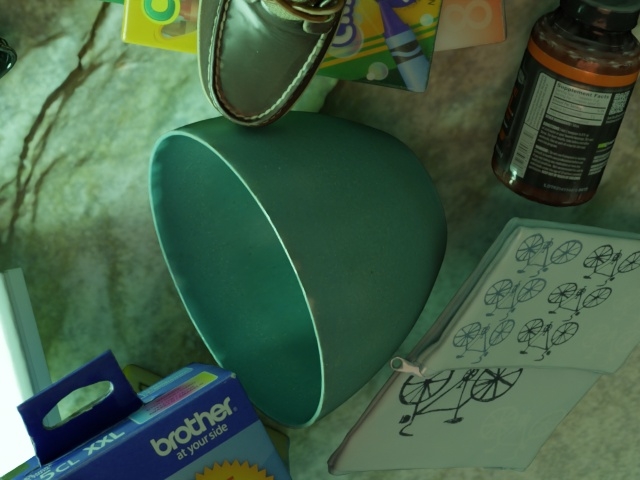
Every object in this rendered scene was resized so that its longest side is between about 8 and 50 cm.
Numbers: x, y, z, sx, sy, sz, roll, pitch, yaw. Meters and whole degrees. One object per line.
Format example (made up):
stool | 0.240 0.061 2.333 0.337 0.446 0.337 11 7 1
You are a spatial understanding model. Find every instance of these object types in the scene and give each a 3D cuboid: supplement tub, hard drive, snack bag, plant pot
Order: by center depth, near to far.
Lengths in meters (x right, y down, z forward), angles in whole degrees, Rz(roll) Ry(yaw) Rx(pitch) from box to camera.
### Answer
supplement tub | 0.229 -0.137 1.524 0.106 0.106 0.198 11 120 -8
plant pot | 0.000 0.000 1.529 0.195 0.290 0.290 -25 125 -24
snack bag | 0.193 0.118 1.622 0.323 0.037 0.342 6 129 -46
hard drive | -0.334 0.196 1.630 0.203 0.040 0.308 -14 92 32

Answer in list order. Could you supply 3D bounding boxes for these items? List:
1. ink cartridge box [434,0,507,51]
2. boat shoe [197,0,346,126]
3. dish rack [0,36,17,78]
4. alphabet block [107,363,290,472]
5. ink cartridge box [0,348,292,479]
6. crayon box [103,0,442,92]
ink cartridge box | 0.071 -0.237 1.494 0.179 0.045 0.145 -9 121 1
boat shoe | -0.022 -0.229 1.322 0.123 0.123 0.342 22 118 -6
dish rack | -0.422 -0.152 1.441 0.208 0.074 0.271 -38 156 19
alphabet block | -0.160 0.279 1.718 0.197 0.193 0.192 28 115 -17
ink cartridge box | -0.143 0.291 1.517 0.270 0.151 0.395 -31 98 -16
crayon box | -0.049 -0.256 1.433 0.323 0.083 0.203 10 121 2
